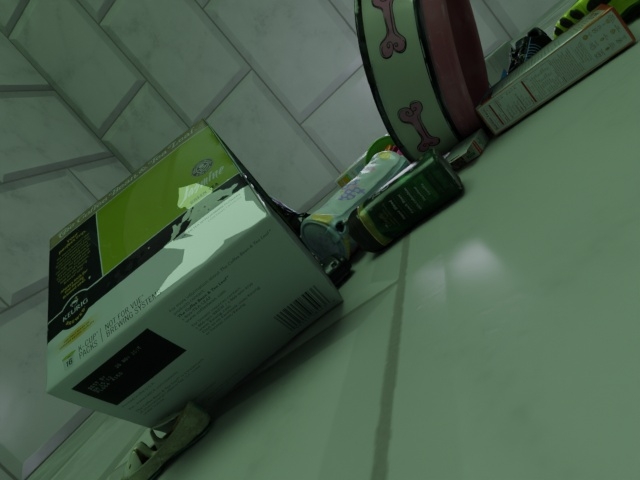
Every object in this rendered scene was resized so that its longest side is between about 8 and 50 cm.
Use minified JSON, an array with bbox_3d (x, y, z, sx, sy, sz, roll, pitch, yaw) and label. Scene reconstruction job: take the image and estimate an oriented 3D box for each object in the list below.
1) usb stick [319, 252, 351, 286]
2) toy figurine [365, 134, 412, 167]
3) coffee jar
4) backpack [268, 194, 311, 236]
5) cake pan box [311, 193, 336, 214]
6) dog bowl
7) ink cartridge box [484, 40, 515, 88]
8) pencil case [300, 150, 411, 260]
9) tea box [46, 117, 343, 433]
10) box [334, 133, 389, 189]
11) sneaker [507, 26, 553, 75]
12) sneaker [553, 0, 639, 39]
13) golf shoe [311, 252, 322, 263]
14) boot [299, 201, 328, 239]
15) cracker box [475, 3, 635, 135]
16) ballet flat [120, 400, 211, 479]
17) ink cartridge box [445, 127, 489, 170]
[{"bbox_3d":[-0.062,0.124,0.706,0.278,0.045,0.077,-42,9,-7],"label":"usb stick"},{"bbox_3d":[0.179,-0.167,1.027,0.173,0.130,0.159,-62,14,9],"label":"toy figurine"},{"bbox_3d":[0.129,-0.060,0.678,0.184,0.079,0.096,-39,7,23],"label":"coffee jar"},{"bbox_3d":[-0.170,-0.002,1.189,0.276,0.263,0.213,-45,-8,-29],"label":"backpack"},{"bbox_3d":[-0.008,-0.060,1.476,0.266,0.070,0.246,-37,6,33],"label":"cake pan box"},{"bbox_3d":[0.229,-0.368,0.861,0.150,0.408,0.408,-10,24,33],"label":"dog bowl"},{"bbox_3d":[0.450,-0.429,1.120,0.060,0.104,0.180,-43,7,-8],"label":"ink cartridge box"},{"bbox_3d":[0.080,-0.069,0.842,0.273,0.113,0.124,-44,-15,-33],"label":"pencil case"},{"bbox_3d":[-0.203,0.041,0.654,0.329,0.220,0.324,-38,46,1],"label":"tea box"},{"bbox_3d":[0.158,-0.212,1.305,0.203,0.114,0.103,-37,9,26],"label":"box"},{"bbox_3d":[0.450,-0.393,0.947,0.232,0.090,0.081,-45,8,-30],"label":"sneaker"},{"bbox_3d":[0.550,-0.459,0.742,0.123,0.109,0.295,-49,9,-26],"label":"sneaker"},{"bbox_3d":[0.001,0.030,0.888,0.186,0.067,0.086,-51,12,-3],"label":"golf shoe"},{"bbox_3d":[0.002,0.000,1.026,0.236,0.085,0.178,-51,-6,8],"label":"boot"},{"bbox_3d":[0.396,-0.295,0.742,0.232,0.067,0.156,-34,9,38],"label":"cracker box"},{"bbox_3d":[-0.222,0.280,0.576,0.168,0.052,0.057,-42,8,-1],"label":"ballet flat"},{"bbox_3d":[0.261,-0.157,0.771,0.062,0.029,0.115,-33,11,45],"label":"ink cartridge box"}]
